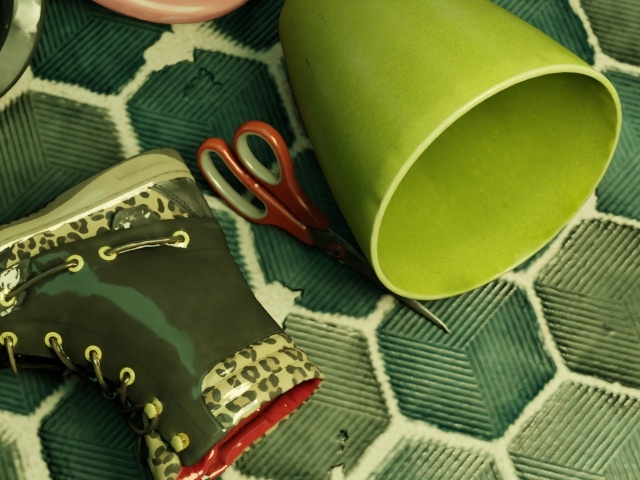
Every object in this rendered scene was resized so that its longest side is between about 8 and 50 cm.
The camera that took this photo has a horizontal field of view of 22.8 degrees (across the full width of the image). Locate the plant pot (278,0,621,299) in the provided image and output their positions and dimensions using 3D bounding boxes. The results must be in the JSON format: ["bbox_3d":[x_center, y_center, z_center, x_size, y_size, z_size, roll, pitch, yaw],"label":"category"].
[{"bbox_3d":[0.089,-0.143,1.514,0.274,0.275,0.293,-28,55,-13],"label":"plant pot"}]

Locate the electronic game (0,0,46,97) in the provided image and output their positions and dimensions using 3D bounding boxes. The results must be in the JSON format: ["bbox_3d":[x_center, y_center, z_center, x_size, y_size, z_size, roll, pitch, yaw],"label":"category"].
[{"bbox_3d":[-0.380,-0.236,1.585,0.229,0.048,0.229,0,91,17],"label":"electronic game"}]

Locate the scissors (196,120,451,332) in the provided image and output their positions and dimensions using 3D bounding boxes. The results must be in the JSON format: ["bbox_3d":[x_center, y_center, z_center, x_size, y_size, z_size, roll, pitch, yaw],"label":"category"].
[{"bbox_3d":[0.000,0.000,1.553,0.297,0.109,0.021,46,43,-8],"label":"scissors"}]

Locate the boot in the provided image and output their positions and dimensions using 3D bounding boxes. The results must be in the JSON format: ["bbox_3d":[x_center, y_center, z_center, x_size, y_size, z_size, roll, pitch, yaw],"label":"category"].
[{"bbox_3d":[-0.209,0.114,1.447,0.377,0.138,0.284,-33,72,-20],"label":"boot"}]

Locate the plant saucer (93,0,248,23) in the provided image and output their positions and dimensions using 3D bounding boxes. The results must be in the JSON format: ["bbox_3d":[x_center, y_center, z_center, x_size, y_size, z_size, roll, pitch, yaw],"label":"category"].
[{"bbox_3d":[-0.164,-0.386,1.607,0.332,0.084,0.332,10,69,-28],"label":"plant saucer"}]
